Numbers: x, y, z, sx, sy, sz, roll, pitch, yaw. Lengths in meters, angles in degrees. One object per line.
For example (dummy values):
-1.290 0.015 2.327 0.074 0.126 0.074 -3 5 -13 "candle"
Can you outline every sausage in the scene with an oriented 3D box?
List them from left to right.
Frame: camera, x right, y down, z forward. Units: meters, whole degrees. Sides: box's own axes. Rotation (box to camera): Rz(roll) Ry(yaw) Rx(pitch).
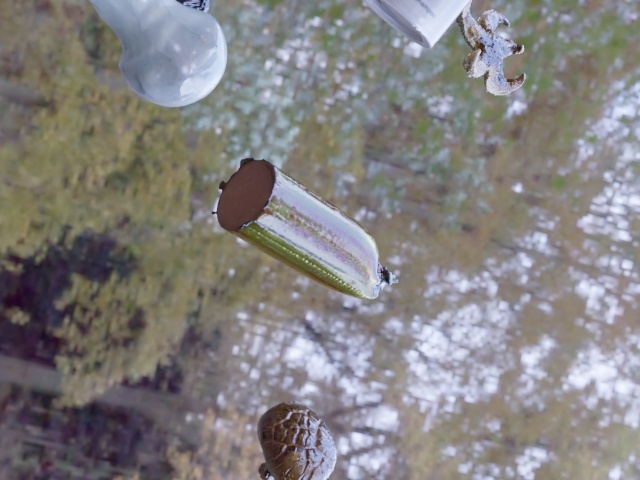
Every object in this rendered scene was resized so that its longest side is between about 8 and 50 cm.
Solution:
0.001 0.001 1.785 0.117 0.317 0.125 -52 -148 11 "sausage"

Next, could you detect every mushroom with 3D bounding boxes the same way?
-0.033 0.272 1.603 0.126 0.109 0.085 62 -19 24 "mushroom"

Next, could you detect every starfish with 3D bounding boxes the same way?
0.283 -0.335 2.076 0.071 0.216 0.238 -18 -159 26 "starfish"

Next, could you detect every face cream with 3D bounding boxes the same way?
0.210 -0.449 1.652 0.370 0.145 0.145 -52 -164 2 "face cream"

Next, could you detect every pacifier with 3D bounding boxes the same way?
-0.172 -0.241 1.060 0.288 0.269 0.343 -33 -160 18 "pacifier"

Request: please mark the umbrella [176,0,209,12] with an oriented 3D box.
-0.193 -0.385 1.845 0.224 0.080 0.071 -35 -95 51 "umbrella"
